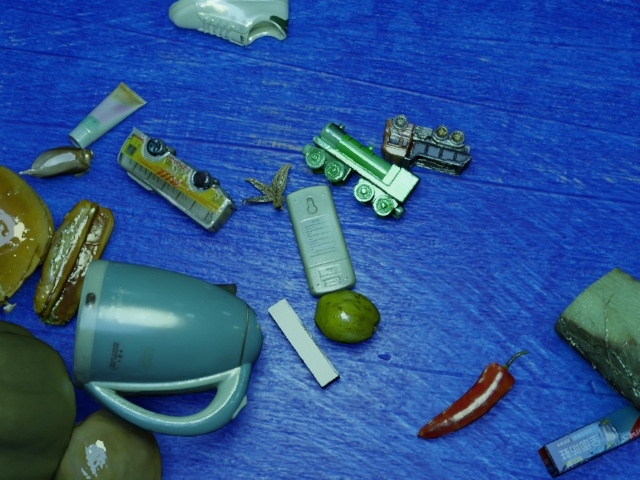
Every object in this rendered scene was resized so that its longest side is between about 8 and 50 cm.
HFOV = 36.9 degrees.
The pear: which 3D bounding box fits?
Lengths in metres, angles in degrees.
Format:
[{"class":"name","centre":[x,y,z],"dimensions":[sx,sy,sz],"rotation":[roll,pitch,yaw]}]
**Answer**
[{"class":"pear","centre":[0.052,0.152,1.888],"dimensions":[0.131,0.107,0.107],"rotation":[16,74,13]}]

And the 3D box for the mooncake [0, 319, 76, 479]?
[{"class":"mooncake","centre":[-0.639,0.317,1.723],"dimensions":[0.378,0.201,0.378],"rotation":[-8,73,29]}]

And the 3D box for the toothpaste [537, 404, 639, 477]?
[{"class":"toothpaste","centre":[0.575,0.357,1.834],"dimensions":[0.320,0.076,0.066],"rotation":[-24,71,-7]}]

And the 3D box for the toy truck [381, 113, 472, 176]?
[{"class":"toy truck","centre":[0.220,-0.192,2.000],"dimensions":[0.192,0.083,0.092],"rotation":[16,78,4]}]

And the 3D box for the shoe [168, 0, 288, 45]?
[{"class":"shoe","centre":[-0.194,-0.477,2.086],"dimensions":[0.265,0.095,0.110],"rotation":[-9,74,-5]}]

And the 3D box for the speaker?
[{"class":"speaker","centre":[-0.034,0.205,1.905],"dimensions":[0.046,0.040,0.191],"rotation":[-35,76,-8]}]

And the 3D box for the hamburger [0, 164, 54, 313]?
[{"class":"hamburger","centre":[-0.687,-0.011,1.914],"dimensions":[0.314,0.170,0.290],"rotation":[42,84,10]}]

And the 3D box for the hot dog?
[{"class":"hot dog","centre":[-0.501,0.041,1.925],"dimensions":[0.072,0.115,0.269],"rotation":[12,70,28]}]

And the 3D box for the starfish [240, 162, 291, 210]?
[{"class":"starfish","centre":[-0.100,-0.093,1.990],"dimensions":[0.133,0.041,0.130],"rotation":[-28,50,-1]}]

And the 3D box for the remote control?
[{"class":"remote control","centre":[0.000,0.000,1.968],"dimensions":[0.098,0.038,0.233],"rotation":[-14,73,-4]}]

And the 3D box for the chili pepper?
[{"class":"chili pepper","centre":[0.302,0.306,1.861],"dimensions":[0.272,0.071,0.063],"rotation":[-40,116,-5]}]

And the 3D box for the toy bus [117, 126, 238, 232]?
[{"class":"toy bus","centre":[-0.298,-0.125,1.986],"dimensions":[0.268,0.092,0.106],"rotation":[36,87,10]}]

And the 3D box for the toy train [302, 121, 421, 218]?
[{"class":"toy train","centre":[0.082,-0.145,1.980],"dimensions":[0.251,0.085,0.119],"rotation":[36,91,8]}]

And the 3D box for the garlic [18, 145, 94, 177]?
[{"class":"garlic","centre":[-0.547,-0.166,1.997],"dimensions":[0.152,0.084,0.066],"rotation":[-12,80,-7]}]

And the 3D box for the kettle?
[{"class":"kettle","centre":[-0.281,0.210,1.805],"dimensions":[0.342,0.247,0.319],"rotation":[8,64,-7]}]

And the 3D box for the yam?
[{"class":"yam","centre":[0.581,0.189,1.796],"dimensions":[0.202,0.201,0.271],"rotation":[-26,48,-19]}]

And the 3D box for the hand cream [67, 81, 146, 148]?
[{"class":"hand cream","centre":[-0.462,-0.265,2.054],"dimensions":[0.076,0.047,0.174],"rotation":[40,69,13]}]

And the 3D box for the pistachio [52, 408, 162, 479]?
[{"class":"pistachio","centre":[-0.392,0.447,1.778],"dimensions":[0.212,0.163,0.260],"rotation":[-22,90,-1]}]
